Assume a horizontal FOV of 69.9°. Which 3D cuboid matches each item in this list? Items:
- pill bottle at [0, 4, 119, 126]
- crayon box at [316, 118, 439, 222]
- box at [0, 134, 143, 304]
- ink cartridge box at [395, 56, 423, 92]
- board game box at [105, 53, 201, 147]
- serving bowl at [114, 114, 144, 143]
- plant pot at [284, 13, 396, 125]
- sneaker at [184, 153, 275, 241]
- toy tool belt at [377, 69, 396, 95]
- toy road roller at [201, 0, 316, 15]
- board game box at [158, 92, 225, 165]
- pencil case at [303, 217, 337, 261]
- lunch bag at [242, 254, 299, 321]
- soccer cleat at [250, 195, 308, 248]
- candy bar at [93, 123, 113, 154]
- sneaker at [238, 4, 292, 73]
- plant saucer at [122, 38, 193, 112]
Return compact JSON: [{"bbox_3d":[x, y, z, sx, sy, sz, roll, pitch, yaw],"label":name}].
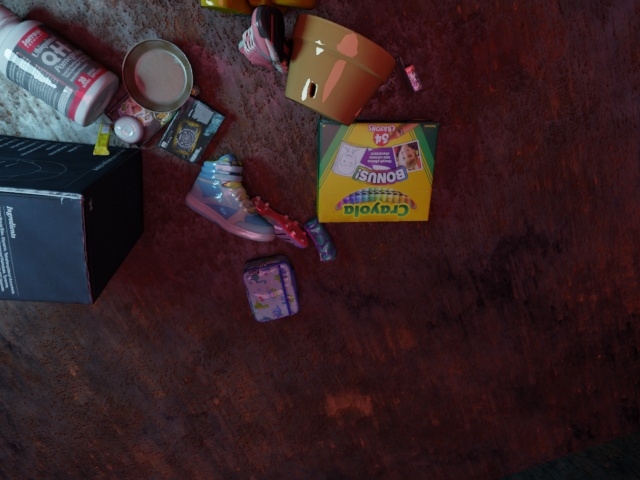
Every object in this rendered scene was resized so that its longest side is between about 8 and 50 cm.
[{"bbox_3d":[-0.731,-0.468,1.230,0.318,0.176,0.176,34,105,-17],"label":"pill bottle"},{"bbox_3d":[0.172,-0.221,1.455,0.363,0.106,0.313,-1,112,-5],"label":"crayon box"},{"bbox_3d":[-0.774,-0.080,1.218,0.471,0.480,0.297,3,113,-6],"label":"box"},{"bbox_3d":[0.266,-0.504,1.375,0.029,0.063,0.115,-28,112,7],"label":"ink cartridge box"},{"bbox_3d":[-0.494,-0.409,1.357,0.259,0.030,0.136,-38,108,10],"label":"board game box"},{"bbox_3d":[-0.568,-0.326,1.353,0.083,0.027,0.083,-2,113,-6],"label":"serving bowl"},{"bbox_3d":[0.030,-0.445,1.245,0.291,0.291,0.203,23,103,-14],"label":"plant pot"},{"bbox_3d":[-0.252,-0.140,1.393,0.319,0.127,0.208,27,105,11],"label":"sneaker"},{"bbox_3d":[0.202,-0.483,1.391,0.051,0.052,0.083,20,115,-46],"label":"toy tool belt"},{"bbox_3d":[-0.142,-0.668,1.132,0.240,0.329,0.202,11,111,14],"label":"toy road roller"},{"bbox_3d":[-0.389,-0.332,1.383,0.126,0.026,0.186,28,110,-27],"label":"board game box"},{"bbox_3d":[0.000,0.000,1.547,0.070,0.064,0.152,-42,115,-34],"label":"pencil case"},{"bbox_3d":[-0.167,0.166,1.587,0.176,0.090,0.219,-11,113,-4],"label":"lunch bag"},{"bbox_3d":[-0.150,-0.046,1.515,0.248,0.083,0.095,37,119,-17],"label":"soccer cleat"},{"bbox_3d":[-0.625,-0.295,1.324,0.040,0.161,0.018,-2,133,-16],"label":"candy bar"},{"bbox_3d":[-0.157,-0.512,1.207,0.136,0.314,0.116,3,93,4],"label":"sneaker"},{"bbox_3d":[-0.457,-0.465,1.301,0.198,0.036,0.199,0,107,-1],"label":"plant saucer"}]
